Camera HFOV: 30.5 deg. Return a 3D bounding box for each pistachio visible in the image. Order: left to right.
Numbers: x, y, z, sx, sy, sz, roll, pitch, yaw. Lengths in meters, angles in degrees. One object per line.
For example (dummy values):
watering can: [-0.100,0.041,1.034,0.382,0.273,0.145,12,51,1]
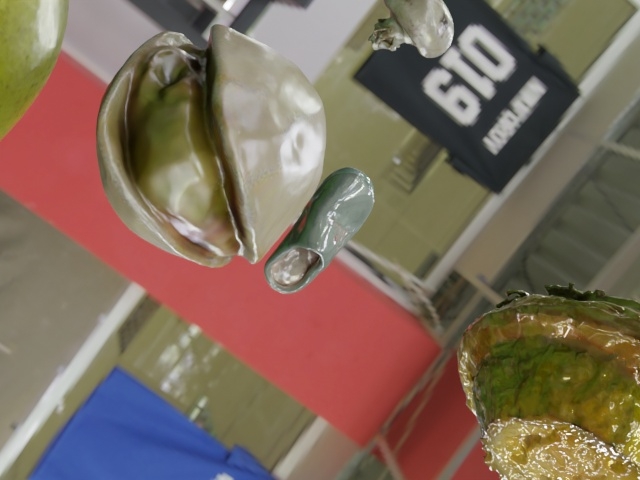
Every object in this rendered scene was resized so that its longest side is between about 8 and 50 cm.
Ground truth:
pistachio: [-0.062,-0.053,0.675,0.144,0.144,0.215,-49,-178,12]

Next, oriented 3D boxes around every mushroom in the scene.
mushroom: [0.083,-0.206,1.117,0.079,0.085,0.085,-36,-160,9]

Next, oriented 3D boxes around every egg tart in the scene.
egg tart: [0.238,0.168,1.049,0.288,0.288,0.118,-30,-156,53]

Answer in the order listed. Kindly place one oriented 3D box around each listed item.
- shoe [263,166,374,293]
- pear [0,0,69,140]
shoe: [0.000,0.000,1.489,0.195,0.079,0.078,-48,-157,19]
pear: [-0.304,-0.171,0.773,0.294,0.294,0.294,-47,-162,20]
